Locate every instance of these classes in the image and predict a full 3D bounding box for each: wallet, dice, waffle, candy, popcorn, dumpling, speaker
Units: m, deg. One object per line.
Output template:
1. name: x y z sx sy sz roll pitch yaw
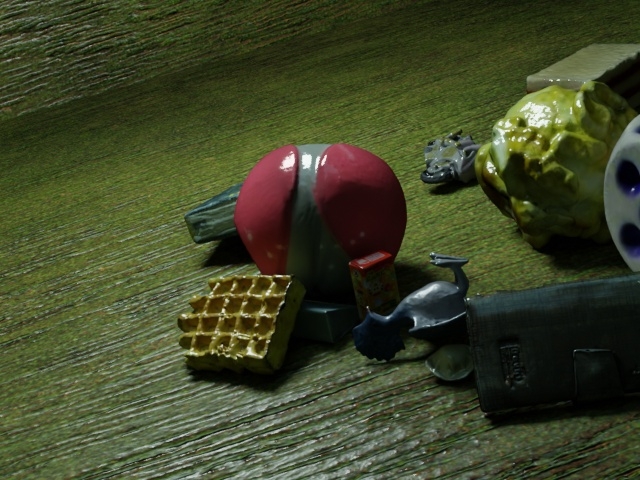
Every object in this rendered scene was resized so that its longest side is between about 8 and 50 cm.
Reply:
1. wallet: 0.359 0.131 1.462 0.317 0.169 0.044 -9 -19 7
2. dice: 0.601 -0.073 1.687 0.259 0.251 0.243 -21 25 -22
3. waffle: -0.141 0.134 1.737 0.211 0.055 0.160 -3 54 30
4. candy: 0.089 0.081 1.736 0.062 0.122 0.038 -23 24 -26
5. candy: 0.619 -0.348 2.482 0.179 0.135 0.320 10 29 42
6. popcorn: 0.439 -0.132 1.908 0.312 0.312 0.312 -10 23 4
7. dumpling: 0.192 0.177 1.571 0.077 0.043 0.059 0 37 -12
8. speaker: 0.008 -0.036 1.859 0.294 0.294 0.294 -10 23 4

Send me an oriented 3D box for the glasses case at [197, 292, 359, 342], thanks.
1. glasses case: -0.072 0.126 1.822 0.266 0.056 0.105 5 4 35

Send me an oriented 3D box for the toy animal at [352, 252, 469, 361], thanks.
1. toy animal: 0.183 0.108 1.651 0.255 0.176 0.239 10 7 7

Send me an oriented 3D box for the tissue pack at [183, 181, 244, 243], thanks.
1. tissue pack: -0.137 -0.073 2.184 0.185 0.081 0.257 -16 9 20

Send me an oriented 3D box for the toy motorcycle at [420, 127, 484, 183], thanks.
1. toy motorcycle: 0.292 -0.173 2.304 0.152 0.073 0.225 -4 25 13
